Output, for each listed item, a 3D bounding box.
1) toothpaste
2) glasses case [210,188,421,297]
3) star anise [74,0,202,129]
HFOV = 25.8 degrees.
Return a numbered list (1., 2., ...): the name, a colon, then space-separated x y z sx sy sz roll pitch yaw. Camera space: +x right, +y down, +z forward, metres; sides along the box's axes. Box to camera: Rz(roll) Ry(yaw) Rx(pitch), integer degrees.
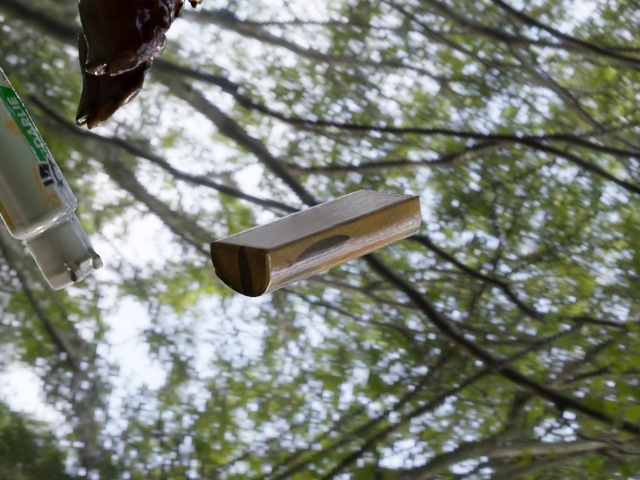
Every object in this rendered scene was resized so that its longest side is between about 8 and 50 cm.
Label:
1. toothpaste: -0.242 -0.111 0.954 0.058 0.056 0.314 -12 -72 55
2. glasses case: 0.000 0.000 1.077 0.064 0.170 0.041 9 -68 44
3. star anise: -0.128 -0.216 1.103 0.088 0.288 0.288 22 -88 -4
